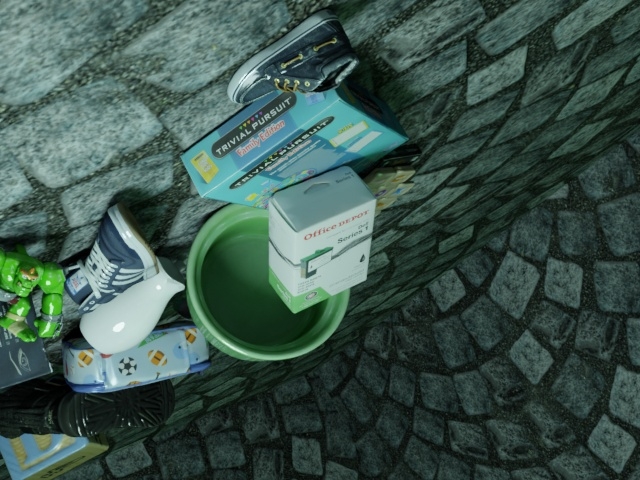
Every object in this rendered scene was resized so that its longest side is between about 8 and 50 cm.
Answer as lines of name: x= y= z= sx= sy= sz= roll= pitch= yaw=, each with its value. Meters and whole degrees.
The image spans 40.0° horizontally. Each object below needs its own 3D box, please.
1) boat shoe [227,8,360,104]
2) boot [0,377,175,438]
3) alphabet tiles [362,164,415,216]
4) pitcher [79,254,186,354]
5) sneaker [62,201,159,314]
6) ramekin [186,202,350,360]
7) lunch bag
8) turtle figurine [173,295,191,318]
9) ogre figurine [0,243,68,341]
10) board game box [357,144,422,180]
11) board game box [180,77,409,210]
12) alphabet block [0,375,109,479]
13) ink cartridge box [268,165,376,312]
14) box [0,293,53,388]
boat shoe: x=-0.038 y=-0.216 z=1.149 sx=0.183 sy=0.083 sz=0.065 roll=-34 pitch=165 yaw=22
boot: x=-0.524 y=0.363 z=1.963 sx=0.260 sy=0.131 sz=0.348 roll=-9 pitch=171 yaw=34
alphabet tiles: x=0.069 y=-0.073 z=1.861 sx=0.278 sy=0.021 sz=0.284 roll=-12 pitch=159 yaw=-50
pitcher: x=-0.346 y=0.115 z=1.676 sx=0.207 sy=0.125 sz=0.178 roll=-42 pitch=180 yaw=6
sneaker: x=-0.348 y=0.035 z=1.405 sx=0.153 sy=0.099 sz=0.282 roll=-27 pitch=169 yaw=-12
ramekin: x=-0.108 y=0.082 z=1.639 sx=0.303 sy=0.303 sz=0.148 roll=-23 pitch=172 yaw=-22
lunch bag: x=-0.379 y=0.237 z=1.831 sx=0.304 sy=0.114 sz=0.243 roll=-7 pitch=179 yaw=-23
turtle figurine: x=-0.203 y=0.084 z=1.835 sx=0.175 sy=0.118 sz=0.234 roll=-13 pitch=164 yaw=-47
ogre figurine: x=-0.455 y=0.070 z=1.278 sx=0.118 sy=0.197 sz=0.097 roll=-63 pitch=-160 yaw=6
board game box: x=0.112 y=-0.133 z=1.834 sx=0.126 sy=0.026 sz=0.186 roll=-13 pitch=160 yaw=-45
board game box: x=-0.028 y=-0.151 z=1.403 sx=0.254 sy=0.079 sz=0.336 roll=-33 pitch=165 yaw=17
alphabet block: x=-0.651 y=0.457 z=2.110 sx=0.193 sy=0.192 sz=0.197 roll=-25 pitch=166 yaw=-6
ink cartridge box: x=0.000 y=0.000 z=1.490 sx=0.160 sy=0.092 sz=0.219 roll=-24 pitch=145 yaw=-21
box: x=-0.517 y=0.152 z=1.337 sx=0.158 sy=0.155 sz=0.093 roll=-15 pitch=-179 yaw=-42
